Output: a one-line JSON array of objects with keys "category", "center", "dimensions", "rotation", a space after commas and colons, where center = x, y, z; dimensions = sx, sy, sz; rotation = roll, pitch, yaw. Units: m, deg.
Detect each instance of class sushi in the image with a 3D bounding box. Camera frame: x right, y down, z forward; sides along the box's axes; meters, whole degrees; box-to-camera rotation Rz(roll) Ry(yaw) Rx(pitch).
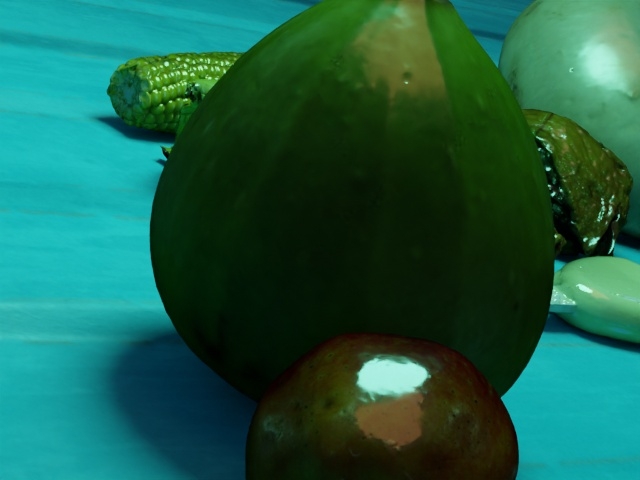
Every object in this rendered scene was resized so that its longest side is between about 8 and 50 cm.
[{"category": "sushi", "center": [0.228, -0.073, 1.794], "dimensions": [0.287, 0.140, 0.149], "rotation": [29, -17, 29]}]

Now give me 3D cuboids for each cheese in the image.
[{"category": "cheese", "center": [0.249, 0.056, 1.545], "dimensions": [0.251, 0.054, 0.127], "rotation": [4, 23, -37]}]

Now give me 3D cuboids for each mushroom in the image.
[{"category": "mushroom", "center": [0.371, -0.147, 2.004], "dimensions": [0.362, 0.294, 0.362], "rotation": [22, 43, -22]}]

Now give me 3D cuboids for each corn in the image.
[{"category": "corn", "center": [-0.100, -0.163, 1.772], "dimensions": [0.101, 0.101, 0.310], "rotation": [30, 19, 31]}]

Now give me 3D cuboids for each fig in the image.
[{"category": "fig", "center": [0.030, -0.028, 1.137], "dimensions": [0.316, 0.316, 0.316], "rotation": [17, 17, -6]}]

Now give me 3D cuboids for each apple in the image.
[{"category": "apple", "center": [0.037, 0.132, 0.957], "dimensions": [0.156, 0.147, 0.158], "rotation": [39, 17, -7]}]

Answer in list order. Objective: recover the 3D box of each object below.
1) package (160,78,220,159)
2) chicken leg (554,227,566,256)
[{"category": "package", "center": [-0.041, -0.086, 1.567], "dimensions": [0.226, 0.090, 0.168], "rotation": [20, -25, -4]}, {"category": "chicken leg", "center": [0.172, -0.028, 1.664], "dimensions": [0.101, 0.085, 0.207], "rotation": [7, 19, -35]}]
